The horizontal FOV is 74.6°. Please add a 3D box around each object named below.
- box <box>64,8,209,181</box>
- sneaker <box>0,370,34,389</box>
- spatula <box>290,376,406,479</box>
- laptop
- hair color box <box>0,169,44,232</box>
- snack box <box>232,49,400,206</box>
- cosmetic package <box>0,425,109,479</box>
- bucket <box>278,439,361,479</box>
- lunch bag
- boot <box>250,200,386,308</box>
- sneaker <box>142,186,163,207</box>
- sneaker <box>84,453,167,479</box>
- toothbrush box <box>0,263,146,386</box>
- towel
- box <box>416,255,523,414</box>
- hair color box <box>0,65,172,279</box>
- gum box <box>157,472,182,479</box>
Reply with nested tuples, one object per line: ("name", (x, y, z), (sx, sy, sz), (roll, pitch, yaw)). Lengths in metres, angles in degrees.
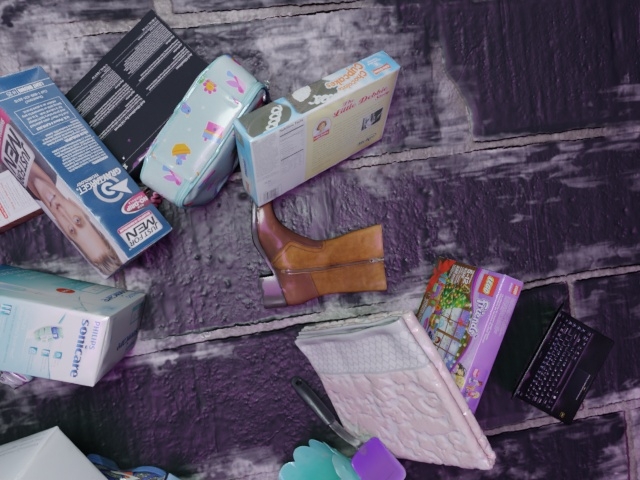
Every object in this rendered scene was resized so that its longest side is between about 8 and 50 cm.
("box", (-0.340, -0.274, 0.826), (0.184, 0.103, 0.261), (44, 87, -2))
("sneaker", (-0.637, 0.259, 0.850), (0.069, 0.038, 0.098), (-34, 96, -5))
("spatula", (0.040, 0.387, 0.863), (0.084, 0.296, 0.031), (-30, 141, -35))
("laptop", (0.551, 0.286, 0.943), (0.264, 0.136, 0.235), (29, 90, -7))
("hair color box", (-0.613, -0.080, 0.829), (0.167, 0.053, 0.093), (-27, 95, -6))
("snack box", (-0.003, -0.207, 0.790), (0.321, 0.187, 0.060), (-32, 68, -19))
("cosmetic package", (-0.471, 0.543, 0.755), (0.217, 0.156, 0.386), (-20, 110, 14))
("bucket", (0.019, 0.568, 0.831), (0.183, 0.281, 0.281), (34, 89, -16))
("lunch bag", (-0.196, -0.194, 0.792), (0.107, 0.224, 0.279), (36, 94, -2))
("boot", (0.000, 0.000, 0.886), (0.279, 0.096, 0.265), (-10, 91, -8))
("sneaker", (-0.360, -0.088, 0.866), (0.057, 0.047, 0.120), (28, 88, 4))
("sneaker", (-0.411, 0.515, 0.865), (0.220, 0.087, 0.084), (15, 92, -7))
("toothbrush box", (-0.508, 0.144, 0.771), (0.295, 0.216, 0.126), (14, 91, -6))
("towel", (0.119, 0.295, 0.817), (0.053, 0.331, 0.317), (-34, 97, -41))
("box", (0.273, 0.192, 0.870), (0.057, 0.201, 0.294), (21, 90, -23))
("hair color box", (-0.446, -0.107, 0.764), (0.347, 0.173, 0.105), (53, 49, -11))
("gum box", (-0.268, 0.584, 0.830), (0.041, 0.157, 0.184), (-33, 116, 24))
